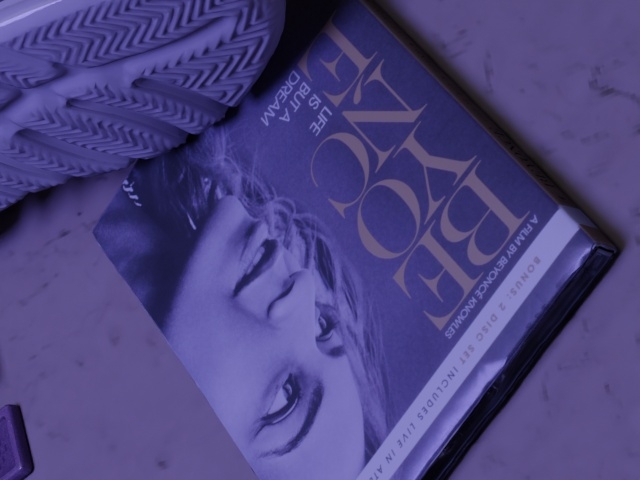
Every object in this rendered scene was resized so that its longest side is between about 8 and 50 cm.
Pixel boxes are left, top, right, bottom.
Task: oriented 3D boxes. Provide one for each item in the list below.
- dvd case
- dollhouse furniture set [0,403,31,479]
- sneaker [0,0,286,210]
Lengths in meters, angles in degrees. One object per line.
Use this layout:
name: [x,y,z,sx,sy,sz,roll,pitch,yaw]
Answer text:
dvd case: [0.000,0.000,0.739,0.164,0.018,0.221,-55,49,18]
dollhouse furniture set: [-0.203,0.074,0.867,0.091,0.081,0.114,-38,56,30]
sneaker: [-0.142,-0.115,0.820,0.321,0.125,0.180,-21,60,40]
